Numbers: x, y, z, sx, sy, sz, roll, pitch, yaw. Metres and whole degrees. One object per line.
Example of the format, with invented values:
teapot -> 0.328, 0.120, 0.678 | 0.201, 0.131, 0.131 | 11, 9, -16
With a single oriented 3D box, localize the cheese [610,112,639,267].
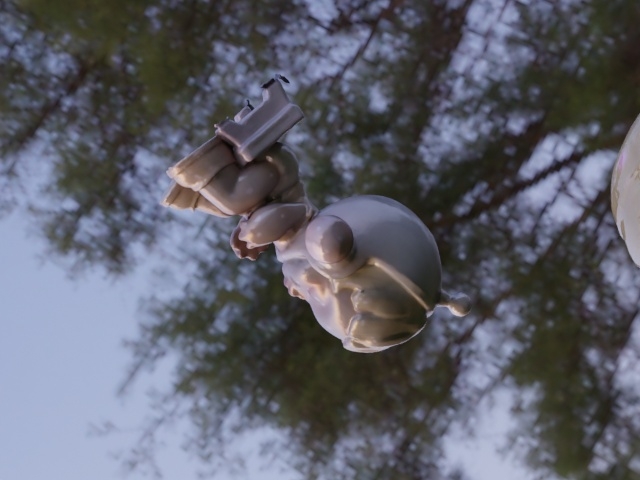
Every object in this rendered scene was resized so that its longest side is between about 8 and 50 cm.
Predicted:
cheese -> 0.226, -0.072, 0.658 | 0.163, 0.070, 0.249 | -10, -32, -11

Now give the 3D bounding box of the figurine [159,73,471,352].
figurine -> 0.004, -0.005, 1.206 | 0.144, 0.257, 0.182 | -49, 6, -35
